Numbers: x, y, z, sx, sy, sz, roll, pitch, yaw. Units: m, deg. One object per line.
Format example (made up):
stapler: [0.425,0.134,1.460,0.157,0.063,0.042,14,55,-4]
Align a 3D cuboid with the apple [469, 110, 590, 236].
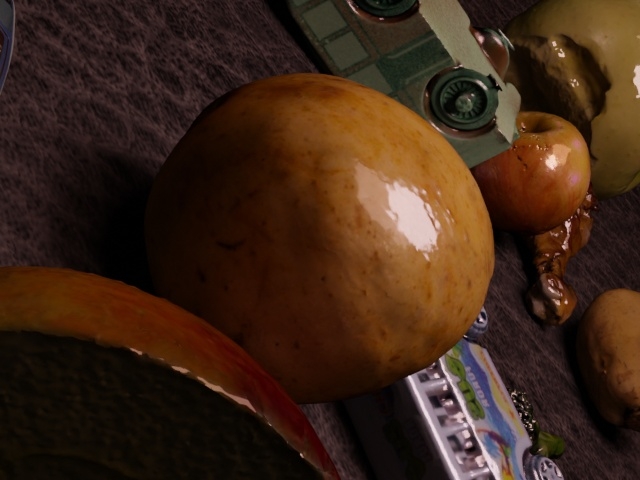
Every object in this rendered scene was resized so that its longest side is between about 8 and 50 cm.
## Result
apple: [0.226,-0.071,1.984,0.146,0.146,0.146,45,26,-30]

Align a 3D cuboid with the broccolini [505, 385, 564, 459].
broccolini: [0.185,0.193,1.703,0.202,0.068,0.091,45,35,-66]

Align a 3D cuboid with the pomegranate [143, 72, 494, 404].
pomegranate: [0.000,0.000,1.304,0.260,0.260,0.260,45,26,-30]

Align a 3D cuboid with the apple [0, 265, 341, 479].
apple: [-0.102,0.138,1.033,0.346,0.179,0.254,48,-13,-26]

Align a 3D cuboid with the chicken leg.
chicken leg: [0.264,0.003,2.054,0.107,0.087,0.251,28,39,-15]

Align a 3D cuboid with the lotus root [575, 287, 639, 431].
lotus root: [0.345,0.124,2.011,0.221,0.118,0.125,-99,-179,-47]

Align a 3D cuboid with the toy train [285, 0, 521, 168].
toy train: [0.080,-0.212,1.837,0.326,0.159,0.129,53,26,-22]

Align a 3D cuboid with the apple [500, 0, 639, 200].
apple: [0.348,-0.188,2.208,0.279,0.279,0.279,45,26,-30]

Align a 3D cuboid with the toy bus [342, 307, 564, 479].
toy bus: [0.097,0.150,1.491,0.136,0.109,0.330,-3,64,-54]

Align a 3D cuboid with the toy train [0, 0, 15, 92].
toy train: [-0.238,-0.137,1.232,0.055,0.048,0.252,48,25,-29]
